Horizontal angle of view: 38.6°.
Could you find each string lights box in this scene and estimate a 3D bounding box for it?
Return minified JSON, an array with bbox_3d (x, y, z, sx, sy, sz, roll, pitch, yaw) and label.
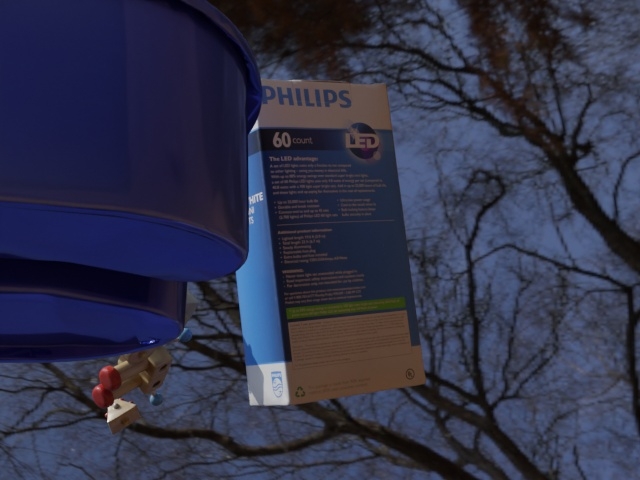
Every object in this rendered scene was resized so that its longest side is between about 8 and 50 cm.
[{"bbox_3d":[0.000,0.000,0.767,0.133,0.076,0.260,-3,-98,-30],"label":"string lights box"}]

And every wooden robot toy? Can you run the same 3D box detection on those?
[{"bbox_3d":[-0.173,0.092,0.803,0.076,0.173,0.079,-16,-126,-44],"label":"wooden robot toy"}]

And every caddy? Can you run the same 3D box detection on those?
[{"bbox_3d":[-0.194,-0.051,0.491,0.341,0.241,0.179,5,-116,-26],"label":"caddy"}]
